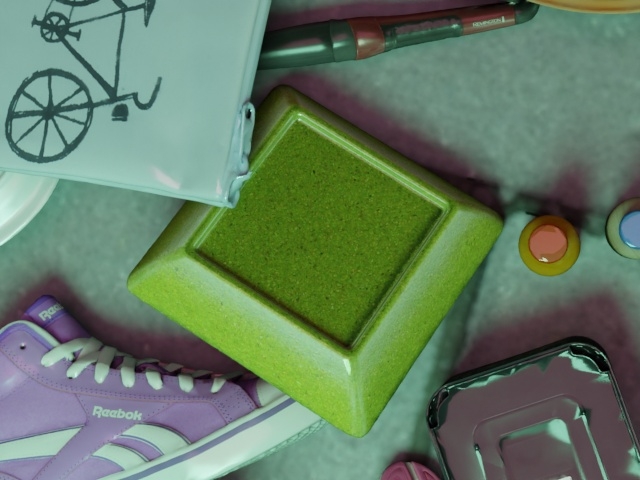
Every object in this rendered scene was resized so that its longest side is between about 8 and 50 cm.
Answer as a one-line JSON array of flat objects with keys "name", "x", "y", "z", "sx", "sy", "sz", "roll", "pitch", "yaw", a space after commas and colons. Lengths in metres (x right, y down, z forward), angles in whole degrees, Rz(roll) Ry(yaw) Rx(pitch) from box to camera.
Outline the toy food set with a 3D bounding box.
[{"name": "toy food set", "x": 0.239, "y": 0.043, "z": 0.962, "sx": 0.232, "sy": 0.104, "sz": 0.111, "roll": 42, "pitch": 96, "yaw": 8}]

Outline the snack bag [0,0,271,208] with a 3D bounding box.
[{"name": "snack bag", "x": -0.180, "y": -0.197, "z": 1.033, "sx": 0.342, "sy": 0.037, "sz": 0.323, "roll": 8, "pitch": 78, "yaw": 13}]

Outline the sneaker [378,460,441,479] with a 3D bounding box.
[{"name": "sneaker", "x": 0.068, "y": 0.234, "z": 1.012, "sx": 0.063, "sy": 0.075, "sz": 0.170, "roll": -10, "pitch": 65, "yaw": -16}]

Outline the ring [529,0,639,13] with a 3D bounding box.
[{"name": "ring", "x": 0.160, "y": -0.298, "z": 0.903, "sx": 0.336, "sy": 0.032, "sz": 0.337, "roll": 16, "pitch": 126, "yaw": 24}]

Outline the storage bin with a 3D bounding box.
[{"name": "storage bin", "x": 0.152, "y": 0.162, "z": 0.987, "sx": 0.122, "sy": 0.084, "sz": 0.180, "roll": -20, "pitch": 86, "yaw": 9}]

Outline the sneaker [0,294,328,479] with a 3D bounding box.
[{"name": "sneaker", "x": -0.130, "y": 0.099, "z": 1.029, "sx": 0.282, "sy": 0.102, "sz": 0.161, "roll": -20, "pitch": 83, "yaw": 9}]

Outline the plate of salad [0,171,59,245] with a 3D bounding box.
[{"name": "plate of salad", "x": -0.265, "y": -0.078, "z": 1.078, "sx": 0.199, "sy": 0.048, "sz": 0.200, "roll": -2, "pitch": 79, "yaw": 12}]

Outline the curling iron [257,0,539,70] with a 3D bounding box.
[{"name": "curling iron", "x": 0.022, "y": -0.151, "z": 1.036, "sx": 0.274, "sy": 0.035, "sz": 0.068, "roll": -15, "pitch": 83, "yaw": 9}]

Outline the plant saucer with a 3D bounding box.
[{"name": "plant saucer", "x": 0.000, "y": 0.000, "z": 0.993, "sx": 0.188, "sy": 0.045, "sz": 0.188, "roll": 32, "pitch": 68, "yaw": 9}]
